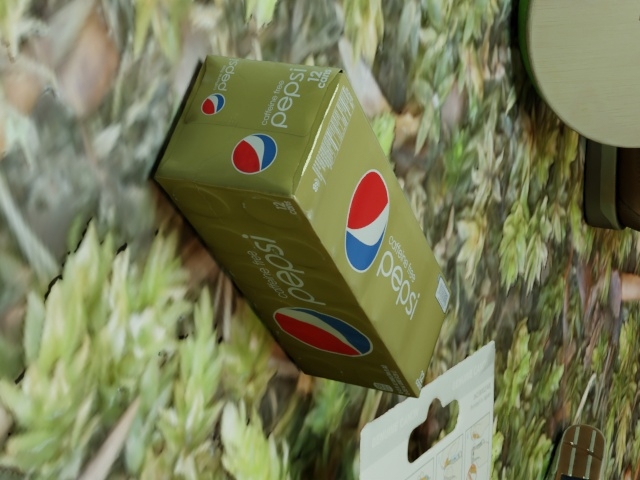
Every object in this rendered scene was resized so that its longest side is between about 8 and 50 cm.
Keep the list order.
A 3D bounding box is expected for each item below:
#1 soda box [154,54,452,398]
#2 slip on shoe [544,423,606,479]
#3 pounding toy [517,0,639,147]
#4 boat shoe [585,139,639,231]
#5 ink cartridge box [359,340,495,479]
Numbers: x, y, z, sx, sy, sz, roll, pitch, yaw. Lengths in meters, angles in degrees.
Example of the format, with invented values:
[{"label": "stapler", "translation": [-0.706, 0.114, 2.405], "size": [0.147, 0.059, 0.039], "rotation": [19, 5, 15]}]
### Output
[{"label": "soda box", "translation": [0.000, 0.000, 0.581], "size": [0.058, 0.061, 0.181], "rotation": [-69, 153, -24]}, {"label": "slip on shoe", "translation": [0.189, 0.205, 1.076], "size": [0.041, 0.051, 0.135], "rotation": [89, 18, -48]}, {"label": "pounding toy", "translation": [0.218, -0.153, 0.926], "size": [0.237, 0.110, 0.183], "rotation": [29, 103, -28]}, {"label": "boat shoe", "translation": [0.264, -0.149, 1.045], "size": [0.111, 0.104, 0.307], "rotation": [-45, 137, -52]}, {"label": "ink cartridge box", "translation": [0.038, 0.185, 0.747], "size": [0.189, 0.066, 0.232], "rotation": [-21, 109, -62]}]
